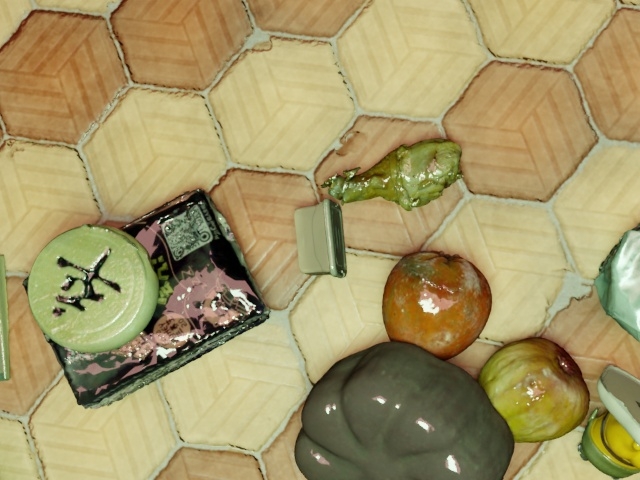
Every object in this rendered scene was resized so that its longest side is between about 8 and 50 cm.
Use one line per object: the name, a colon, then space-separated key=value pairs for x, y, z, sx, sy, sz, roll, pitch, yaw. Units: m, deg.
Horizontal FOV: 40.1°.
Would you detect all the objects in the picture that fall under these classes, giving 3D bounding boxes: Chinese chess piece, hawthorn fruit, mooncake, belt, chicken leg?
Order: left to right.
Chinese chess piece: x=-0.331 y=0.070 z=1.280 sx=0.188 sy=0.083 sz=0.188 roll=0 pitch=78 yaw=2
chicken leg: x=0.118 y=-0.093 z=1.382 sx=0.228 sy=0.088 sz=0.103 roll=-19 pitch=96 yaw=-1
mooncake: x=0.113 y=0.302 z=1.255 sx=0.306 sy=0.154 sz=0.306 roll=10 pitch=115 yaw=23
hawthorn fruit: x=0.172 y=0.100 z=1.318 sx=0.173 sy=0.173 sz=0.173 roll=0 pitch=84 yaw=4
belt: x=0.541 y=0.054 z=1.295 sx=0.257 sy=0.150 sz=0.207 roll=-28 pitch=85 yaw=12

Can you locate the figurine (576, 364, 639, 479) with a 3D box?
figurine: x=0.437 y=0.296 z=1.259 sx=0.166 sy=0.250 sz=0.141 roll=33 pitch=106 yaw=3

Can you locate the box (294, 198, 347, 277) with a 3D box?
box: x=0.000 y=0.000 z=1.382 sx=0.062 sy=0.089 sz=0.122 roll=-6 pitch=83 yaw=14

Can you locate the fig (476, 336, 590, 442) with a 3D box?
fig: x=0.270 y=0.253 z=1.321 sx=0.257 sy=0.159 sz=0.159 roll=-33 pitch=82 yaw=21

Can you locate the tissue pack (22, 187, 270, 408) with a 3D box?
tissue pack: x=-0.271 y=0.088 z=1.376 sx=0.332 sy=0.123 sz=0.245 roll=-28 pitch=77 yaw=-2

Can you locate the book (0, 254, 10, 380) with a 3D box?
book: x=-0.654 y=0.141 z=1.443 sx=0.283 sy=0.025 sz=0.215 roll=-5 pitch=84 yaw=4
